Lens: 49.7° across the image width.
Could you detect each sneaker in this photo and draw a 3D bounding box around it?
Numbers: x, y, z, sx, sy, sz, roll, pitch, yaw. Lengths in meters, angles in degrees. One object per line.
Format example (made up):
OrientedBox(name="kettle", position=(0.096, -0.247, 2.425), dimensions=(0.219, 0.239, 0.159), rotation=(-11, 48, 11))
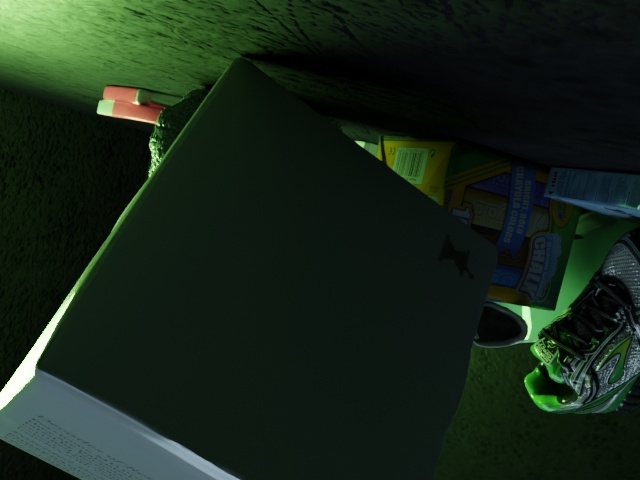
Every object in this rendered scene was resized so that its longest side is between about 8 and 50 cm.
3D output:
OrientedBox(name="sneaker", position=(0.170, 0.094, 0.866), dimensions=(0.192, 0.064, 0.086), rotation=(12, 177, -9))
OrientedBox(name="sneaker", position=(0.358, 0.124, 0.874), dimensions=(0.146, 0.344, 0.134), rotation=(-8, -136, -10))

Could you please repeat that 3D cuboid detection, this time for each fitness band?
OrientedBox(name="fitness band", position=(-0.274, -0.229, 1.248), dimensions=(0.208, 0.054, 0.290), rotation=(7, -172, -41))

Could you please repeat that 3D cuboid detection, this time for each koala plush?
OrientedBox(name="koala plush", position=(-0.089, -0.092, 0.903), dimensions=(0.221, 0.196, 0.203), rotation=(19, 175, 16))

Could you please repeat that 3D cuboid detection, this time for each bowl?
OrientedBox(name="bowl", position=(0.411, 0.040, 1.135), dimensions=(0.311, 0.163, 0.311), rotation=(-18, -178, 1))

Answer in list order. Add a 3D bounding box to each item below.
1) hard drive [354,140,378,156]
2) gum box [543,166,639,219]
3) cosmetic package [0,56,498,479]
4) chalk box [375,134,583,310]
OrientedBox(name="hard drive", position=(0.000, 0.000, 1.216), dimensions=(0.047, 0.353, 0.233), rotation=(12, -176, -23))
OrientedBox(name="gum box", position=(0.376, -0.041, 0.780), dimensions=(0.156, 0.041, 0.184), rotation=(12, -175, -24))
OrientedBox(name="cosmetic package", position=(-0.094, 0.105, 0.718), dimensions=(0.327, 0.330, 0.393), rotation=(35, 147, -15))
OrientedBox(name="chalk box", position=(0.219, -0.018, 0.929), dimensions=(0.288, 0.179, 0.180), rotation=(12, -176, -28))
